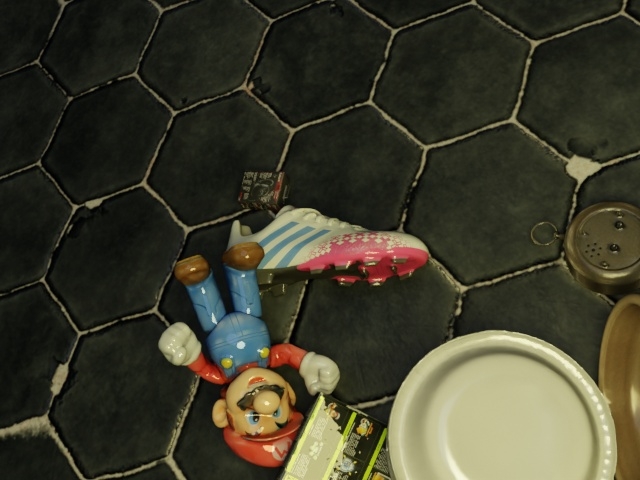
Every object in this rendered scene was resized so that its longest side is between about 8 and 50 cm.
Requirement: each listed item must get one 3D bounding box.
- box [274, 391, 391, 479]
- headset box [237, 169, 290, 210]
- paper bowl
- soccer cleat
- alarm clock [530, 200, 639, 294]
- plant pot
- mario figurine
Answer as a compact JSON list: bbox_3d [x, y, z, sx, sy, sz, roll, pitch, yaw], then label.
[{"bbox_3d":[0.037,0.330,1.120,0.184,0.045,0.190,26,76,-2],"label":"box"},{"bbox_3d":[-0.093,-0.085,1.404,0.083,0.032,0.062,4,69,20],"label":"headset box"},{"bbox_3d":[0.226,0.254,1.041,0.284,0.148,0.284,-1,70,2],"label":"paper bowl"},{"bbox_3d":[0.000,0.000,1.285,0.331,0.116,0.143,-8,66,17],"label":"soccer cleat"},{"bbox_3d":[0.395,0.004,1.179,0.192,0.064,0.129,11,71,27],"label":"alarm clock"},{"bbox_3d":[0.482,0.193,0.976,0.229,0.263,0.263,0,66,0],"label":"plant pot"},{"bbox_3d":[-0.098,0.164,1.176,0.198,0.170,0.320,-20,84,20],"label":"mario figurine"}]
